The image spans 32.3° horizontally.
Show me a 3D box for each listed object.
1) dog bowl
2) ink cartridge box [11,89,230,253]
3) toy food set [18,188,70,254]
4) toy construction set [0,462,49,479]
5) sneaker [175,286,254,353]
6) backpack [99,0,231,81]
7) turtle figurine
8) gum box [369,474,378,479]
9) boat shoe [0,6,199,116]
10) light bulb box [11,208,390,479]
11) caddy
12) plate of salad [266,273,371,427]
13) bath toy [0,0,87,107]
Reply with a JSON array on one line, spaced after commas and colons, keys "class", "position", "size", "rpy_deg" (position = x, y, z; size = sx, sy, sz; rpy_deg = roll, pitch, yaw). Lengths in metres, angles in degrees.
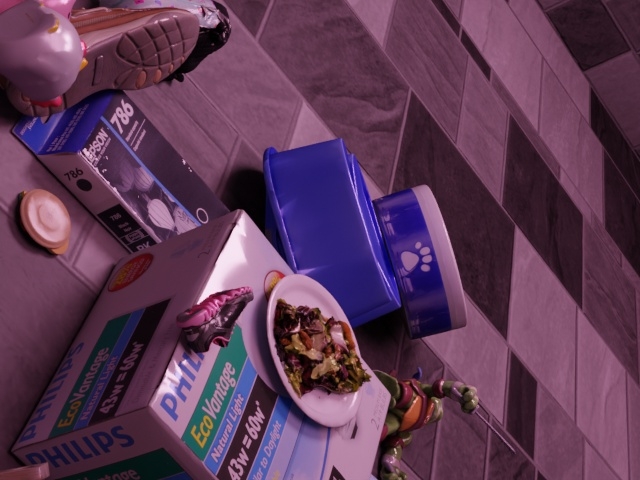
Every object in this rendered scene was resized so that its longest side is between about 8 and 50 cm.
[{"class": "dog bowl", "position": [0.174, 0.039, 1.971], "size": [0.265, 0.104, 0.264], "rpy_deg": [165, -90, -90]}, {"class": "ink cartridge box", "position": [-0.264, -0.090, 1.535], "size": [0.332, 0.065, 0.165], "rpy_deg": [48, 36, -28]}, {"class": "toy food set", "position": [-0.349, -0.027, 1.402], "size": [0.083, 0.020, 0.082], "rpy_deg": [29, 47, -45]}, {"class": "toy construction set", "position": [-0.284, 0.296, 1.006], "size": [0.257, 0.309, 0.237], "rpy_deg": [18, 63, -62]}, {"class": "sneaker", "position": [-0.112, 0.090, 1.238], "size": [0.119, 0.047, 0.057], "rpy_deg": [-31, 103, -51]}, {"class": "backpack", "position": [-0.245, -0.327, 1.661], "size": [0.182, 0.152, 0.115], "rpy_deg": [11, 52, -43]}, {"class": "turtle figurine", "position": [0.165, 0.314, 1.803], "size": [0.266, 0.198, 0.274], "rpy_deg": [19, 51, -52]}, {"class": "gum box", "position": [0.104, 0.457, 1.726], "size": [0.184, 0.041, 0.157], "rpy_deg": [48, 19, -30]}, {"class": "boat shoe", "position": [-0.300, -0.268, 1.487], "size": [0.116, 0.123, 0.324], "rpy_deg": [42, 41, 22]}, {"class": "light bulb box", "position": [-0.126, 0.223, 1.386], "size": [0.361, 0.225, 0.358], "rpy_deg": [52, 34, -25]}, {"class": "caddy", "position": [0.000, 0.000, 1.779], "size": [0.241, 0.179, 0.341], "rpy_deg": [36, 37, -75]}, {"class": "plate of salad", "position": [0.003, 0.133, 1.378], "size": [0.200, 0.048, 0.199], "rpy_deg": [36, 42, -42]}, {"class": "bath toy", "position": [-0.364, -0.285, 1.329], "size": [0.348, 0.151, 0.129], "rpy_deg": [56, -16, 38]}]
